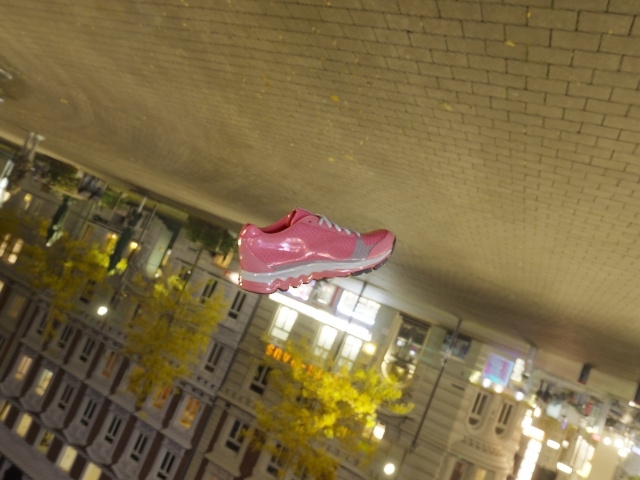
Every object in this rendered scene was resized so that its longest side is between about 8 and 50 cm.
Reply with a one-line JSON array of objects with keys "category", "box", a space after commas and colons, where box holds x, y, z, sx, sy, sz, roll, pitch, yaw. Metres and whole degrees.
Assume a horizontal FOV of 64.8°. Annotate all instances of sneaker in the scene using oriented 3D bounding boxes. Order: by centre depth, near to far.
[{"category": "sneaker", "box": [0.000, 0.000, 0.910, 0.314, 0.136, 0.116, -12, -167, -22]}]
